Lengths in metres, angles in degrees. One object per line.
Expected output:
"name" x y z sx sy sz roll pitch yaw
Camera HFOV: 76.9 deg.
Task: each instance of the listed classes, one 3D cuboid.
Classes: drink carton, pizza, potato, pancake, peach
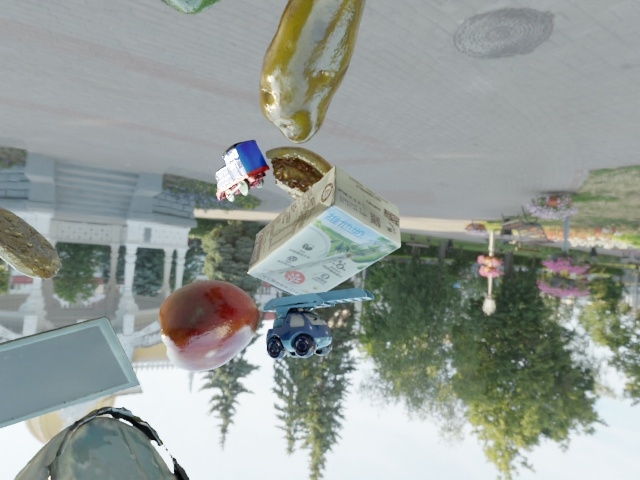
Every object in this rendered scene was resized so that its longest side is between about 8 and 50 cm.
"drink carton" -0.001 0.000 0.928 0.194 0.132 0.324 28 137 -28
"pizza" -0.046 -0.170 1.049 0.271 0.134 0.056 43 -175 25
"potato" -0.017 -0.362 0.755 0.195 0.177 0.369 -9 142 -34
"pancake" -0.477 0.003 0.639 0.152 0.025 0.152 48 172 9
"peach" -0.304 0.231 1.132 0.274 0.249 0.245 -19 180 -21

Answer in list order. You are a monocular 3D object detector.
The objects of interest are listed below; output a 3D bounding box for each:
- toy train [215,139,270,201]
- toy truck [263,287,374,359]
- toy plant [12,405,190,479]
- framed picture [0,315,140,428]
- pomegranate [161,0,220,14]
"toy train" -0.234 -0.192 1.151 0.082 0.131 0.203 -33 -169 -39
"toy truck" -0.002 0.101 0.480 0.136 0.074 0.063 -10 164 23
"toy plant" -0.301 0.351 0.381 0.332 0.247 0.247 -34 -179 -4
"framed picture" -0.462 0.222 0.657 0.274 0.217 0.017 -12 -135 -20
"pomegranate" -0.353 -0.720 1.048 0.253 0.255 0.270 5 174 -18
